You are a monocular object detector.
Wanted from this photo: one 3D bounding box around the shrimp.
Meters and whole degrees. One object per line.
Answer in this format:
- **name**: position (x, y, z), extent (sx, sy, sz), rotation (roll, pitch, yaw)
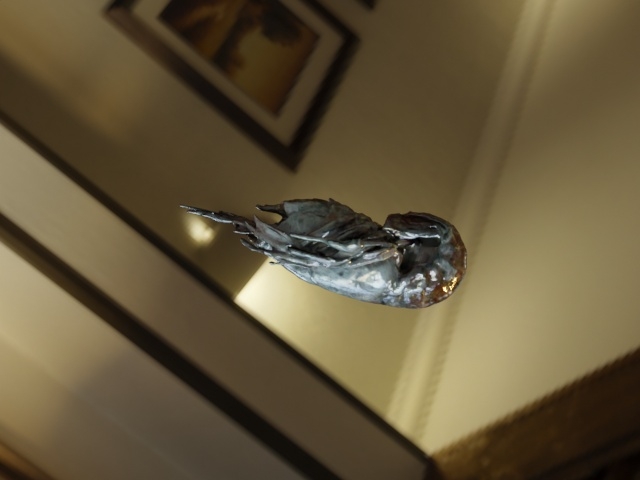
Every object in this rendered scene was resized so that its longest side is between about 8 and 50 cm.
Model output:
- **shrimp**: position (0.000, 0.000, 1.047), extent (0.090, 0.233, 0.079), rotation (-34, 137, -85)
